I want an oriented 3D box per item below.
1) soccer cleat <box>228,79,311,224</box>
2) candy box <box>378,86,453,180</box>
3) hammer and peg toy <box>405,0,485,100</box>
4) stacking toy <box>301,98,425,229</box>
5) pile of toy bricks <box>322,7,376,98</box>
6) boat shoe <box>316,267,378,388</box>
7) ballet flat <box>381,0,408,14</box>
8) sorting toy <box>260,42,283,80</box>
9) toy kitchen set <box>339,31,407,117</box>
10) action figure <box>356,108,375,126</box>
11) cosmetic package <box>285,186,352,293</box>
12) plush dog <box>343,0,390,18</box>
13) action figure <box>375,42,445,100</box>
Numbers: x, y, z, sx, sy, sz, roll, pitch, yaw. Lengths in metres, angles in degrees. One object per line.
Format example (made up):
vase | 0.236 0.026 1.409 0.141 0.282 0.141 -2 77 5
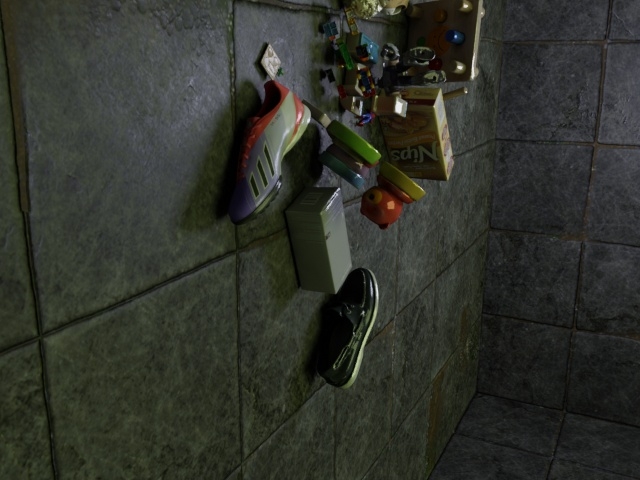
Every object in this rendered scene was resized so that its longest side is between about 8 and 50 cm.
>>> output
soccer cleat | -0.123 -0.176 1.312 0.116 0.109 0.318 44 57 -35
candy box | 0.295 -0.325 2.027 0.087 0.183 0.316 -65 150 -32
hammer and peg toy | 0.378 -0.564 2.044 0.127 0.266 0.361 -1 97 -45
stacking toy | 0.059 -0.170 1.520 0.280 0.309 0.130 33 97 -42
pile of toy bricks | 0.062 -0.453 1.625 0.105 0.118 0.212 -94 166 -73
boat shoe | 0.060 0.220 1.772 0.113 0.127 0.339 30 71 -39
ballet flat | 0.205 -0.676 1.867 0.232 0.080 0.073 -38 145 -54
sorting toy | -0.101 -0.366 1.383 0.083 0.012 0.062 52 46 -52
toy kitchen set | 0.157 -0.427 1.726 0.122 0.166 0.207 4 93 -64
action figure | 0.137 -0.351 1.872 0.115 0.030 0.038 -42 129 -56
cosmetic package | 0.000 0.000 1.597 0.127 0.107 0.237 -57 142 -47
plush dog | 0.137 -0.716 1.614 0.225 0.211 0.262 44 55 -32
action figure | 0.219 -0.454 1.797 0.099 0.285 0.185 -19 99 -20
